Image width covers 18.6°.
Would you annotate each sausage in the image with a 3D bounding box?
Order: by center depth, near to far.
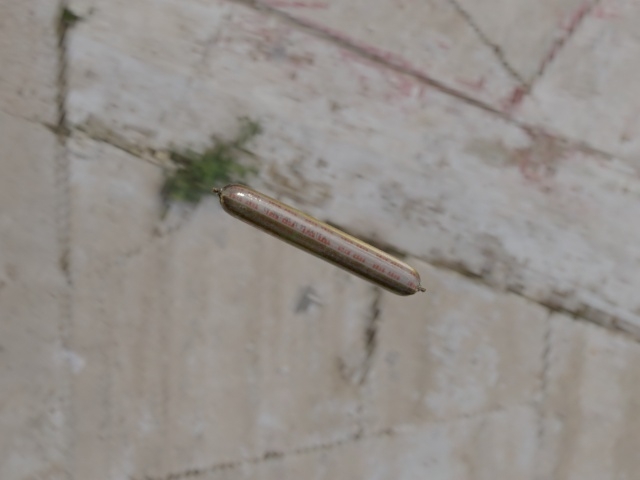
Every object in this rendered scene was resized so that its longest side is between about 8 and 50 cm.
[{"bbox_3d":[0.000,0.000,0.797,0.100,0.015,0.015,26,90,-17],"label":"sausage"}]
